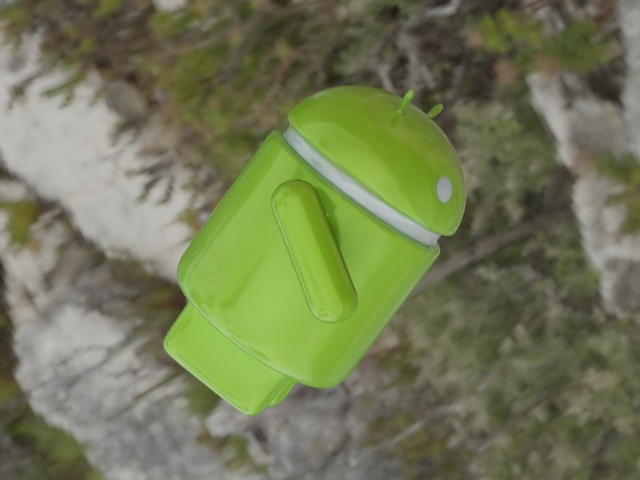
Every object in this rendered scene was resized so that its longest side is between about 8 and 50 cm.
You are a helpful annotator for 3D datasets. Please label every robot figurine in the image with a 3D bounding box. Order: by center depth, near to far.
[{"bbox_3d":[0.000,0.000,0.580,0.067,0.101,0.115,38,99,11],"label":"robot figurine"}]
